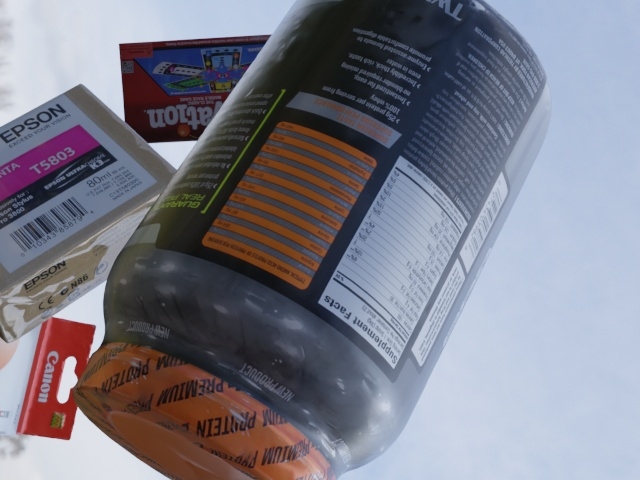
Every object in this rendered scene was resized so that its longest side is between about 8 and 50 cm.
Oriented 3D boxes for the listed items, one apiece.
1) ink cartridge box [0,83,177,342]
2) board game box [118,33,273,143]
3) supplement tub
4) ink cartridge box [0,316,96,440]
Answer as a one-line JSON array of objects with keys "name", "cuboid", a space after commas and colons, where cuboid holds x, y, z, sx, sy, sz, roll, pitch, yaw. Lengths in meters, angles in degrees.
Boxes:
[{"name": "ink cartridge box", "cuboid": [-0.285, -0.036, 1.015, 0.193, 0.235, 0.088, 41, -28, 25]}, {"name": "board game box", "cuboid": [-0.140, -0.215, 1.384, 0.027, 0.281, 0.145, -85, 171, -85]}, {"name": "supplement tub", "cuboid": [0.000, 0.000, 0.595, 0.193, 0.316, 0.193, 25, -26, 13]}, {"name": "ink cartridge box", "cuboid": [-0.342, 0.150, 1.097, 0.045, 0.179, 0.145, 0, -104, 55]}]
